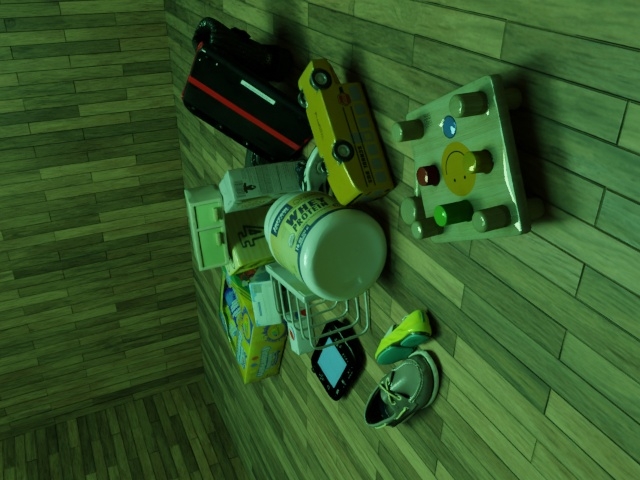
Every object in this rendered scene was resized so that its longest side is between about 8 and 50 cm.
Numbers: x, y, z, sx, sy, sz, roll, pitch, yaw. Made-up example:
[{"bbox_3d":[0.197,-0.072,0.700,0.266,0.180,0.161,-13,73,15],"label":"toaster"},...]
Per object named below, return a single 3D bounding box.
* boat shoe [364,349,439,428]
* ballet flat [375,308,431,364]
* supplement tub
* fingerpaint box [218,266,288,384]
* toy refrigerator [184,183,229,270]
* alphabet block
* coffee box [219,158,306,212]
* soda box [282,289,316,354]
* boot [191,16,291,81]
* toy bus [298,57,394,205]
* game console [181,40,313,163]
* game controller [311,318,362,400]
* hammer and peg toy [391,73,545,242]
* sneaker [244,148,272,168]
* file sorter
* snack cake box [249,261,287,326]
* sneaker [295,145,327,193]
[{"bbox_3d":[0.189,0.371,1.437,0.324,0.096,0.117,110,141,-52],"label":"boat shoe"},{"bbox_3d":[0.195,0.226,1.399,0.231,0.077,0.077,124,151,-56],"label":"ballet flat"},{"bbox_3d":[0.000,0.000,1.513,0.316,0.228,0.228,32,131,59],"label":"supplement tub"},{"bbox_3d":[-0.285,0.307,2.420,0.445,0.163,0.371,105,145,-48],"label":"fingerpaint box"},{"bbox_3d":[-0.356,-0.036,1.879,0.094,0.102,0.270,-121,24,-47],"label":"toy refrigerator"},{"bbox_3d":[-0.245,-0.009,2.045,0.197,0.193,0.192,69,159,5],"label":"alphabet block"},{"bbox_3d":[-0.166,-0.164,1.789,0.141,0.246,0.098,150,107,-66],"label":"coffee box"},{"bbox_3d":[-0.072,0.275,2.032,0.074,0.069,0.216,-168,68,-66],"label":"soda box"},{"bbox_3d":[-0.268,-0.563,1.780,0.348,0.260,0.131,17,98,61],"label":"boot"},{"bbox_3d":[0.053,-0.254,1.383,0.108,0.130,0.333,142,114,-66],"label":"toy bus"},{"bbox_3d":[-0.209,-0.380,1.713,0.060,0.386,0.342,-65,13,-25],"label":"game console"},{"bbox_3d":[0.044,0.370,1.814,0.319,0.067,0.166,108,143,-52],"label":"game controller"},{"bbox_3d":[0.219,-0.128,1.065,0.361,0.127,0.266,-6,96,67],"label":"hammer and peg toy"},{"bbox_3d":[-0.219,-0.266,2.075,0.286,0.109,0.130,114,148,-45],"label":"sneaker"},{"bbox_3d":[-0.006,0.162,1.666,0.277,0.192,0.173,30,132,60],"label":"file sorter"},{"bbox_3d":[-0.175,0.179,2.058,0.264,0.089,0.152,-77,-22,-78],"label":"snack cake box"},{"bbox_3d":[-0.029,-0.207,1.664,0.121,0.079,0.217,57,152,36],"label":"sneaker"}]
